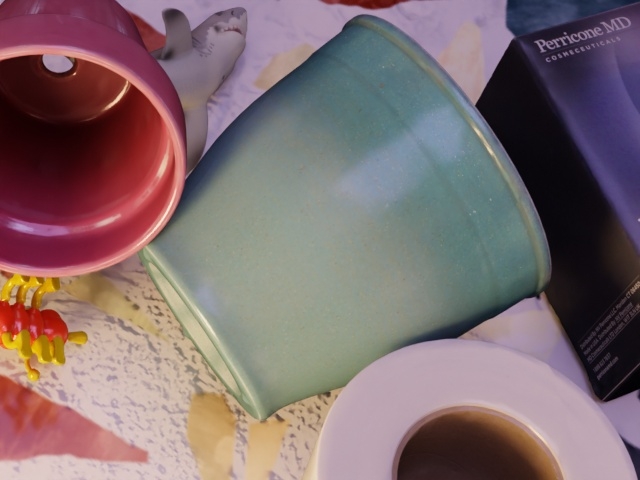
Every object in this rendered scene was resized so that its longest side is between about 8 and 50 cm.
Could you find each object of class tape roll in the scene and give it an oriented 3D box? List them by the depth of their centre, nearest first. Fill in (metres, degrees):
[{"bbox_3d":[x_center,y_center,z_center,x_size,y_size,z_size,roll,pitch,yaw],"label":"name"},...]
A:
[{"bbox_3d":[0.100,0.220,1.125,0.246,0.169,0.246,6,55,-9],"label":"tape roll"}]

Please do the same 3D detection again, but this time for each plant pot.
[{"bbox_3d":[-0.202,-0.103,1.131,0.201,0.201,0.180,7,35,-10],"label":"plant pot"},{"bbox_3d":[0.000,0.000,1.188,0.255,0.272,0.272,-34,75,-11],"label":"plant pot"}]

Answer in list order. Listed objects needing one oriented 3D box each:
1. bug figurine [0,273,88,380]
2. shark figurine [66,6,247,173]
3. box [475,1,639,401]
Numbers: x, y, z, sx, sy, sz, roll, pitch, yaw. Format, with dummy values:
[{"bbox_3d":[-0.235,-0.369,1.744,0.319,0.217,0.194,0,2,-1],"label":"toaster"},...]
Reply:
[{"bbox_3d":[-0.281,-0.027,1.193,0.216,0.072,0.279,24,49,-42],"label":"bug figurine"},{"bbox_3d":[-0.183,-0.157,1.291,0.116,0.278,0.166,10,89,35],"label":"shark figurine"},{"bbox_3d":[0.331,-0.058,1.330,0.296,0.183,0.294,-18,67,-21],"label":"box"}]
